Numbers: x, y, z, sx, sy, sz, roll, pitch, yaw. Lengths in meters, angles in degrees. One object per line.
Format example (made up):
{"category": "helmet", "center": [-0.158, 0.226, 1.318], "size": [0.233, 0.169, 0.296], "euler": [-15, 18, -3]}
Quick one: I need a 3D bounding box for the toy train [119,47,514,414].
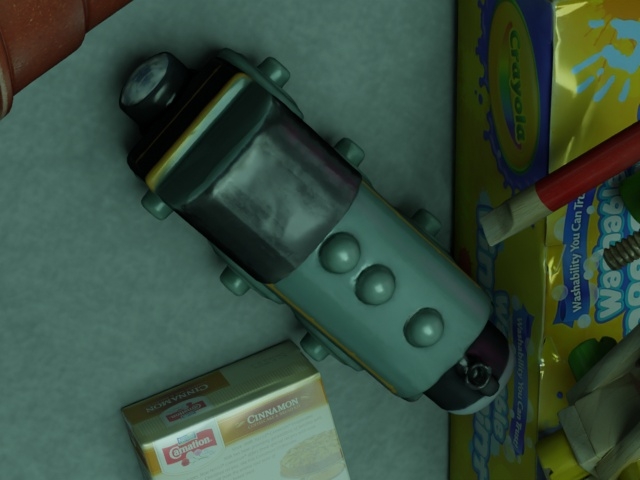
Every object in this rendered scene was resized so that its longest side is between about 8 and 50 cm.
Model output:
{"category": "toy train", "center": [0.000, 0.000, 1.313], "size": [0.142, 0.190, 0.334], "euler": [-47, 119, 0]}

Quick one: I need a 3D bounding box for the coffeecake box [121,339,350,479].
{"category": "coffeecake box", "center": [-0.052, 0.190, 1.431], "size": [0.142, 0.068, 0.185], "euler": [-21, 116, -13]}

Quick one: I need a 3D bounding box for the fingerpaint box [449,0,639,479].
{"category": "fingerpaint box", "center": [0.296, -0.005, 1.444], "size": [0.371, 0.163, 0.445], "euler": [-9, 113, -19]}

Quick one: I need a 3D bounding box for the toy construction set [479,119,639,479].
{"category": "toy construction set", "center": [0.198, 0.107, 1.254], "size": [0.237, 0.257, 0.309], "euler": [-30, 82, 24]}

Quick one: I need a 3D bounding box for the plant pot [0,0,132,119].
{"category": "plant pot", "center": [-0.151, -0.254, 1.133], "size": [0.265, 0.272, 0.272], "euler": [-33, 118, -17]}
